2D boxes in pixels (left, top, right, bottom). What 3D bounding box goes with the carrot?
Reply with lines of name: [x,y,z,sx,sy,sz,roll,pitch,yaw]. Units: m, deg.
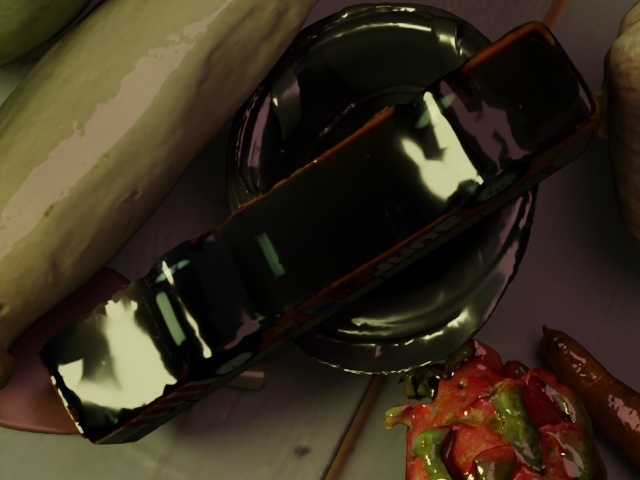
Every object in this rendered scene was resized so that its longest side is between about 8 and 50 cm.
carrot: [0.260,0.157,1.261,0.248,0.059,0.059,41,62,7]

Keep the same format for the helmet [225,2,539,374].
helmet: [0.059,-0.030,1.213,0.230,0.160,0.279,-10,76,13]

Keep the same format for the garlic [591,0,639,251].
garlic: [0.267,-0.109,1.314,0.253,0.245,0.245,16,58,27]

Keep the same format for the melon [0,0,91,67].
melon: [-0.262,-0.248,1.152,0.272,0.308,0.271,21,64,-54]

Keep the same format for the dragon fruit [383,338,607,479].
dragon fruit: [0.119,0.165,1.169,0.166,0.160,0.172,-14,49,15]

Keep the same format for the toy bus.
toy bus: [0.000,0.000,1.092,0.409,0.092,0.093,-33,74,8]

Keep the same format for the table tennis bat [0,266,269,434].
table tennis bat: [-0.160,0.081,1.185,0.246,0.022,0.138,9,65,-11]

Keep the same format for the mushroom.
mushroom: [-0.167,-0.067,1.157,0.407,0.154,0.137,-49,130,-21]
